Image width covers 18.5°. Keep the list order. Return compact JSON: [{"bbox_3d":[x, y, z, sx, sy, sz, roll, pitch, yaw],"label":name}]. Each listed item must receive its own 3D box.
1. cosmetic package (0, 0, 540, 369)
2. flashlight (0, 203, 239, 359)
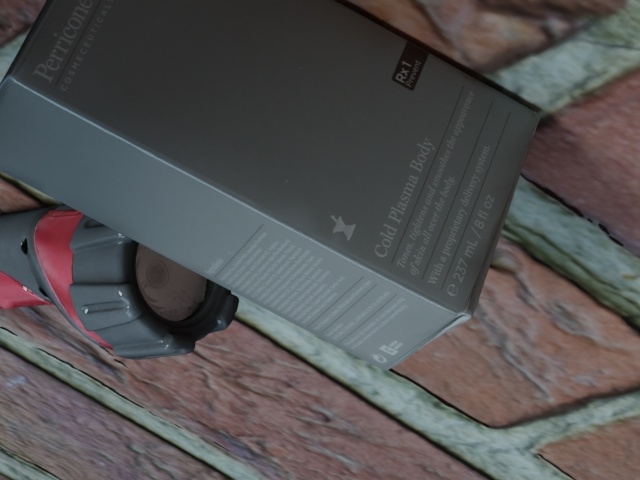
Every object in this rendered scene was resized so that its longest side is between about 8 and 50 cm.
[{"bbox_3d":[-0.032,-0.051,0.938,0.238,0.127,0.107,28,153,-13],"label":"cosmetic package"},{"bbox_3d":[-0.184,0.030,1.228,0.304,0.103,0.103,-9,142,44],"label":"flashlight"}]
